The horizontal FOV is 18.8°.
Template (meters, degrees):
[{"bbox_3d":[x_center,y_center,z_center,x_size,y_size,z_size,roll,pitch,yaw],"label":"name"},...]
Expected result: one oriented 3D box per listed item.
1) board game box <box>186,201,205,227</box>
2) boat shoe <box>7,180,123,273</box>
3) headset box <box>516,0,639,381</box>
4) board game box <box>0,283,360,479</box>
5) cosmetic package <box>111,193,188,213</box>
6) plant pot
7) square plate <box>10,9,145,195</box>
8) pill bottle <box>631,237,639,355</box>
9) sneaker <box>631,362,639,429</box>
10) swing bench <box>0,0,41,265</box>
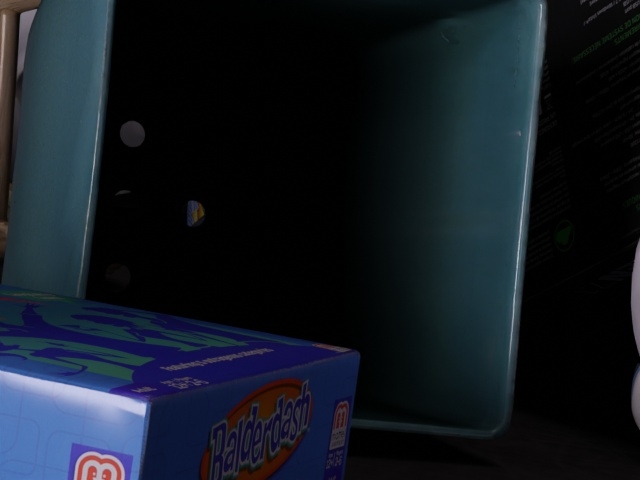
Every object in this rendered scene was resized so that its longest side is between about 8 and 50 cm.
[{"bbox_3d":[0.000,0.000,1.083,0.194,0.060,0.194,9,19,15],"label":"board game box"},{"bbox_3d":[-0.163,-0.001,1.134,0.056,0.048,0.153,22,0,-45],"label":"boat shoe"},{"bbox_3d":[0.205,-0.025,0.918,0.283,0.131,0.246,6,-23,-32],"label":"headset box"},{"bbox_3d":[-0.113,0.040,0.555,0.210,0.047,0.160,9,4,18],"label":"board game box"},{"bbox_3d":[-0.151,-0.133,1.636,0.377,0.097,0.284,6,-32,-40],"label":"cosmetic package"},{"bbox_3d":[-0.043,-0.018,0.773,0.165,0.166,0.234,7,-3,-22],"label":"plant pot"},{"bbox_3d":[-0.096,-0.128,1.499,0.347,0.049,0.344,-13,-23,-2],"label":"square plate"},{"bbox_3d":[0.186,0.029,0.526,0.161,0.161,0.283,8,4,-8],"label":"pill bottle"},{"bbox_3d":[0.230,0.067,0.710,0.237,0.085,0.086,3,27,17],"label":"sneaker"},{"bbox_3d":[-0.283,-0.068,0.898,0.254,0.165,0.253,7,5,16],"label":"swing bench"}]
